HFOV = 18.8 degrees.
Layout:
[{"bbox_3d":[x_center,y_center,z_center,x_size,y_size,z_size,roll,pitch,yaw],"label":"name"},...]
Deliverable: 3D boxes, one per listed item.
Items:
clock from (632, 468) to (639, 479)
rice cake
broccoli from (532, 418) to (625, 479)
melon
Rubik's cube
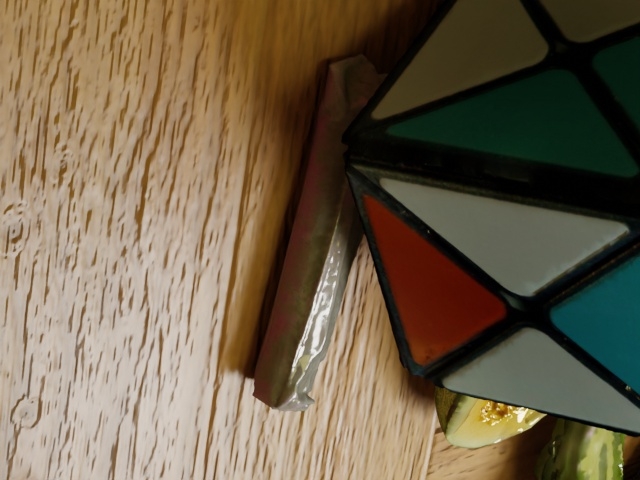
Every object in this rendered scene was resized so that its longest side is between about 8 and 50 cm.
[{"bbox_3d":[0.390,0.288,1.893,0.312,0.061,0.312,-23,131,-28],"label":"clock"},{"bbox_3d":[0.001,0.000,1.373,0.055,0.049,0.270,-25,132,-62],"label":"rice cake"},{"bbox_3d":[0.237,0.205,1.684,0.165,0.145,0.304,2,105,-4],"label":"broccoli"},{"bbox_3d":[0.135,0.105,1.555,0.160,0.079,0.128,1,130,-47],"label":"melon"},{"bbox_3d":[0.190,-0.038,1.347,0.248,0.246,0.250,-57,144,-35],"label":"Rubik's cube"}]
